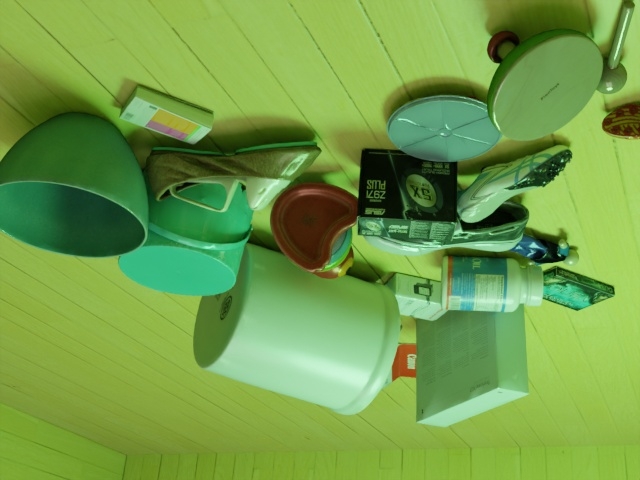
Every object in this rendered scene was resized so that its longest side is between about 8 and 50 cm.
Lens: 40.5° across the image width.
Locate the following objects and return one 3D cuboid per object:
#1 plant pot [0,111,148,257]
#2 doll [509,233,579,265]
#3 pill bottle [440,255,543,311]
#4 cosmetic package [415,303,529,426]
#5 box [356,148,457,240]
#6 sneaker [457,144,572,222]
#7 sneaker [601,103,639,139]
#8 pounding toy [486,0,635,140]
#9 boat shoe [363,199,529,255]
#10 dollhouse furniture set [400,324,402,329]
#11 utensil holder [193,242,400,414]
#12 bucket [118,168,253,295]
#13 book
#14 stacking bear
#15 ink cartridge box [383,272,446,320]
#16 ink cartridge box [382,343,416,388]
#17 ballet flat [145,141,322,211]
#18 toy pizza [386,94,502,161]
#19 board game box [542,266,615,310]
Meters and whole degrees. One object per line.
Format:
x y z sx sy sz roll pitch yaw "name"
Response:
-0.448 -0.117 1.588 0.290 0.196 0.290 4 153 2 "plant pot"
0.480 0.020 1.868 0.188 0.046 0.129 17 152 -22 "doll"
0.384 0.099 1.956 0.221 0.124 0.124 2 153 6 "pill bottle"
0.363 0.281 2.144 0.097 0.285 0.377 15 152 -19 "cosmetic package"
0.159 -0.084 1.602 0.180 0.148 0.078 4 154 3 "box"
0.346 -0.118 1.590 0.237 0.086 0.085 -30 154 28 "sneaker"
0.553 -0.190 1.421 0.175 0.064 0.067 -2 163 20 "sneaker"
0.335 -0.265 1.294 0.236 0.110 0.183 -25 140 -4 "pounding toy"
0.250 -0.049 1.720 0.334 0.121 0.119 -2 147 -11 "boat shoe"
0.144 0.200 2.309 0.144 0.123 0.151 -19 110 39 "dollhouse furniture set"
-0.061 0.203 2.023 0.385 0.328 0.327 20 150 -25 "utensil holder"
-0.278 -0.015 1.775 0.281 0.183 0.281 4 153 2 "bucket"
-0.274 -0.218 1.541 0.144 0.035 0.096 18 155 -25 "book"
0.000 0.000 1.798 0.164 0.175 0.289 33 171 17 "stacking bear"
0.233 0.140 2.131 0.150 0.063 0.109 12 152 -15 "ink cartridge box"
0.179 0.402 2.635 0.384 0.091 0.308 3 153 7 "ink cartridge box"
-0.163 -0.115 1.609 0.342 0.124 0.116 -1 177 11 "ballet flat"
0.215 -0.198 1.495 0.201 0.032 0.201 4 155 2 "toy pizza"
0.588 0.117 2.064 0.186 0.026 0.126 18 151 -24 "board game box"
